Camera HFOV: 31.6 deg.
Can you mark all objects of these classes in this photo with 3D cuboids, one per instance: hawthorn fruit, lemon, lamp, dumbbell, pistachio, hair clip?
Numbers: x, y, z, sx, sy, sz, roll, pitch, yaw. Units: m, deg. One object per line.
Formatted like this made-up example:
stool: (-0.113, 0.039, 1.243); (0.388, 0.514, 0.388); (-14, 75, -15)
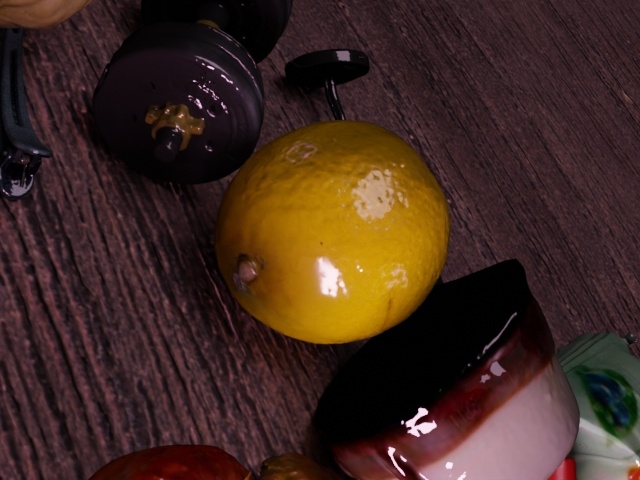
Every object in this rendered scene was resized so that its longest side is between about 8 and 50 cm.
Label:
hawthorn fruit: (-0.109, 0.242, 0.891); (0.179, 0.200, 0.179); (33, 34, -26)
lemon: (0.000, 0.000, 1.200); (0.219, 0.240, 0.240); (-29, 80, -35)
lamp: (0.073, -0.097, 1.462); (0.130, 0.108, 0.371); (2, 57, -46)
dumbbell: (-0.138, -0.219, 1.291); (0.185, 0.185, 0.388); (33, 38, -20)
pistachio: (0.015, 0.269, 1.122); (0.173, 0.049, 0.089); (37, 38, -15)
hair clip: (-0.314, -0.145, 1.159); (0.039, 0.070, 0.229); (13, 42, -35)

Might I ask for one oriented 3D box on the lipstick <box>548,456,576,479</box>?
lipstick: (0.241, 0.369, 1.187); (0.073, 0.073, 0.279); (16, 67, -37)

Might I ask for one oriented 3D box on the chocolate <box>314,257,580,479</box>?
chocolate: (0.148, 0.180, 1.171); (0.186, 0.284, 0.283); (49, 35, -14)

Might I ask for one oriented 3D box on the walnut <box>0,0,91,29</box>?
walnut: (-0.334, -0.336, 1.119); (0.277, 0.253, 0.282); (-1, 60, 6)

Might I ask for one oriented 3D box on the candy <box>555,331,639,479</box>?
candy: (0.348, 0.327, 1.360); (0.263, 0.172, 0.397); (-16, 90, -40)
